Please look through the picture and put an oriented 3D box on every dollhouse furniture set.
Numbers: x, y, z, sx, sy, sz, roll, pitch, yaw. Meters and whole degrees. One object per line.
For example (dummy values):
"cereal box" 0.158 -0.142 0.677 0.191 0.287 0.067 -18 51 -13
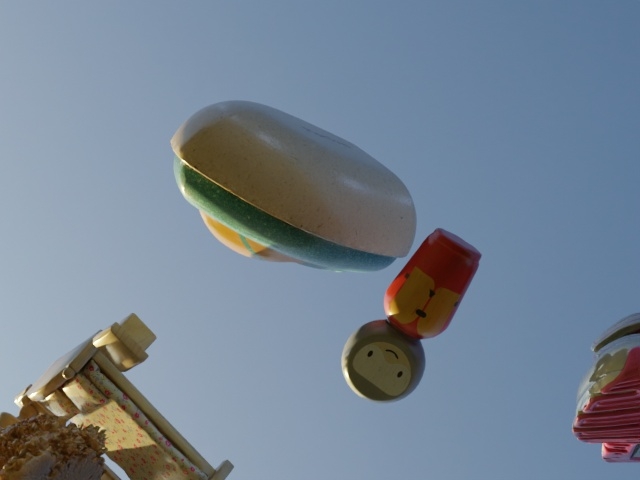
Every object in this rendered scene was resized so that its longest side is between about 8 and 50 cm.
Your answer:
"dollhouse furniture set" -0.211 0.280 1.190 0.303 0.174 0.355 47 -37 -7

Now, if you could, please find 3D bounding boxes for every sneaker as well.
"sneaker" 0.248 0.105 0.897 0.103 0.252 0.111 -2 -108 14

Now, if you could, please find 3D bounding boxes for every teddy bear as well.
"teddy bear" -0.325 0.297 1.065 0.113 0.245 0.338 36 -63 34

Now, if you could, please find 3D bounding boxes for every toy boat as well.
"toy boat" 0.000 0.000 1.004 0.318 0.267 0.148 42 -74 42
